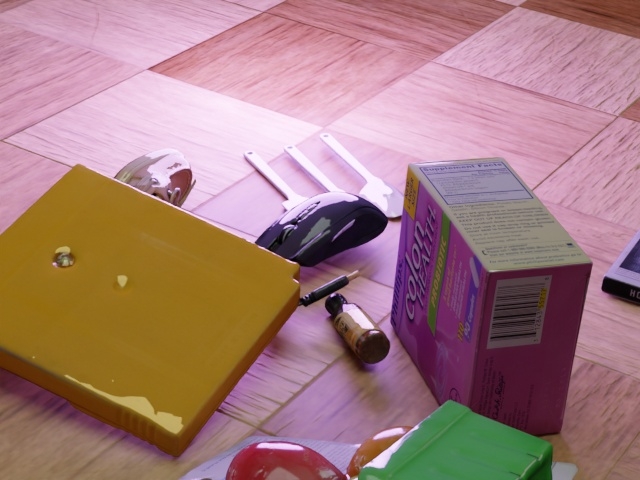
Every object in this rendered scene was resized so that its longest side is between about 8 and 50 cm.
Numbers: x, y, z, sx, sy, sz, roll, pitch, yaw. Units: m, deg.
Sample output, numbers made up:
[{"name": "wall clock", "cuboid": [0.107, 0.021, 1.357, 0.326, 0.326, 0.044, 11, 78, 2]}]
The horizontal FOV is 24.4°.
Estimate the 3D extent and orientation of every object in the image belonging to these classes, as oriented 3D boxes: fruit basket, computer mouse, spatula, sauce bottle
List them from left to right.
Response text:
[{"name": "computer mouse", "cuboid": [0.000, 0.000, 1.801, 0.262, 0.060, 0.184, -22, 30, -32]}, {"name": "spatula", "cuboid": [0.006, -0.081, 2.028, 0.168, 0.019, 0.242, -16, 34, -21]}, {"name": "fruit basket", "cuboid": [0.019, 0.249, 1.318, 0.353, 0.165, 0.327, -4, 9, 25]}, {"name": "sauce bottle", "cuboid": [0.039, 0.098, 1.690, 0.042, 0.042, 0.128, -7, 22, -19]}]

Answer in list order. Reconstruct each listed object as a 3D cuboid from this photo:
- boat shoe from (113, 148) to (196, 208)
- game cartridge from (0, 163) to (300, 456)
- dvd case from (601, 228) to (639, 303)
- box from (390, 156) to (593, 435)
[{"name": "boat shoe", "cuboid": [-0.231, -0.013, 1.803, 0.089, 0.104, 0.285, 22, 44, 20]}, {"name": "game cartridge", "cuboid": [-0.216, 0.067, 1.618, 0.324, 0.052, 0.285, 25, 47, 16]}, {"name": "dvd case", "cuboid": [0.479, 0.031, 1.877, 0.179, 0.029, 0.239, 18, 33, 22]}, {"name": "box", "cuboid": [0.176, 0.058, 1.601, 0.117, 0.213, 0.243, -4, 31, -16]}]
